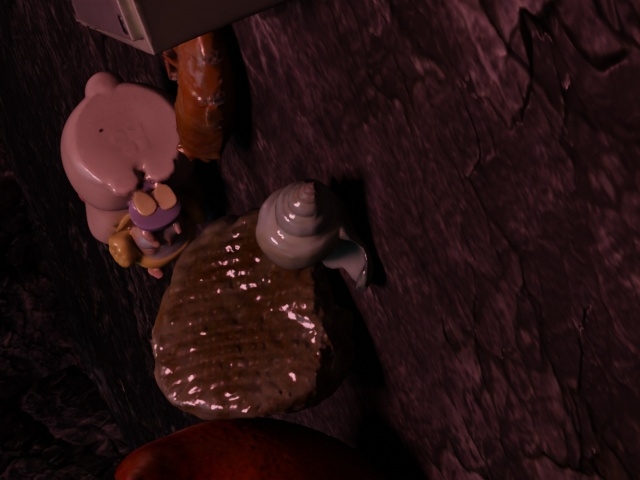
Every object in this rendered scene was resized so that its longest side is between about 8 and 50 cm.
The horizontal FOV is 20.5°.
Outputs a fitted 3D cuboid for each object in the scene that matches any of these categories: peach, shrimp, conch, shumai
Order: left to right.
[{"bbox_3d":[-0.098,-0.138,1.415,0.187,0.052,0.132,99,157,-54],"label":"shrimp"},{"bbox_3d":[-0.043,0.084,1.400,0.184,0.184,0.142,58,-172,31],"label":"shumai"},{"bbox_3d":[-0.027,0.243,1.411,0.257,0.201,0.361,50,170,44],"label":"peach"},{"bbox_3d":[0.000,-0.007,1.237,0.180,0.088,0.065,89,-162,-73],"label":"conch"}]

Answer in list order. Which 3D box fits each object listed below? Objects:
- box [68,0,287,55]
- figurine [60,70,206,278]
[{"bbox_3d":[-0.129,-0.250,1.168,0.225,0.117,0.225,70,166,-16],"label":"box"},{"bbox_3d":[-0.168,-0.048,1.679,0.155,0.127,0.235,51,168,17],"label":"figurine"}]
